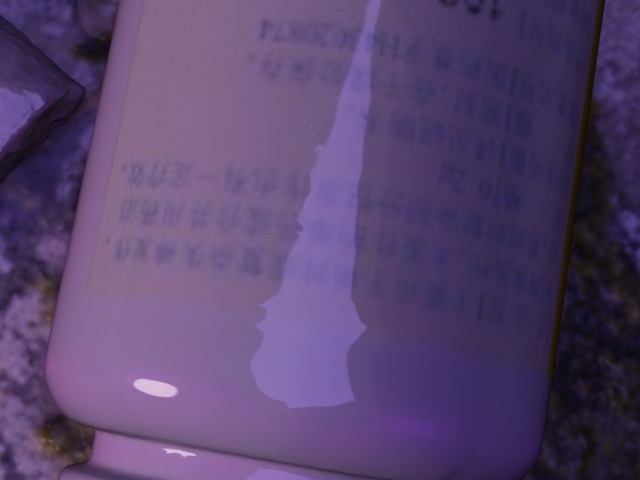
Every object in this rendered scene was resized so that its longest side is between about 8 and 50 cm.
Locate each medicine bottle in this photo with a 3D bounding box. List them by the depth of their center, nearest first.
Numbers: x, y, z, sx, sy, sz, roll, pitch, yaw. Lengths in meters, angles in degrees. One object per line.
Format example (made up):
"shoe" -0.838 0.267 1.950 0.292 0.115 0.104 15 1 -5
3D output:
"medicine bottle" 0.000 0.000 0.541 0.213 0.213 0.379 11 81 -2

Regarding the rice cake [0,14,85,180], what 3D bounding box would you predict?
"rice cake" -0.253 -0.001 0.608 0.106 0.050 0.298 41 82 4
